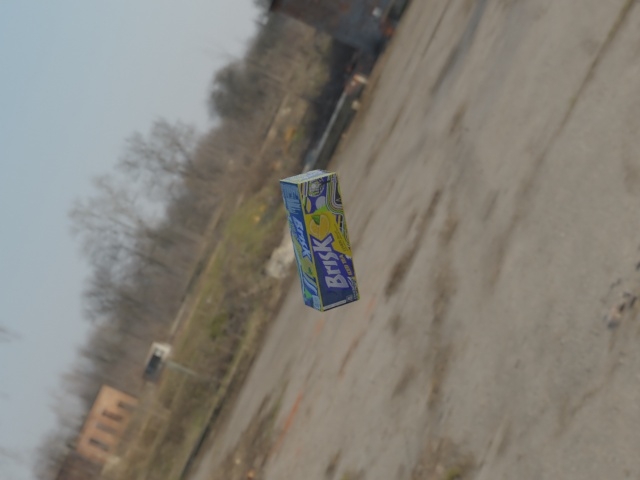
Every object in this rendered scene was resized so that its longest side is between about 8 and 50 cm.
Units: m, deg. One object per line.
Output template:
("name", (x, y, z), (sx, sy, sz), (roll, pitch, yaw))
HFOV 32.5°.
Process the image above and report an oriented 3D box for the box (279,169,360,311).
("box", (0.000, 0.000, 1.382), (0.054, 0.059, 0.169), (18, 122, 61))
